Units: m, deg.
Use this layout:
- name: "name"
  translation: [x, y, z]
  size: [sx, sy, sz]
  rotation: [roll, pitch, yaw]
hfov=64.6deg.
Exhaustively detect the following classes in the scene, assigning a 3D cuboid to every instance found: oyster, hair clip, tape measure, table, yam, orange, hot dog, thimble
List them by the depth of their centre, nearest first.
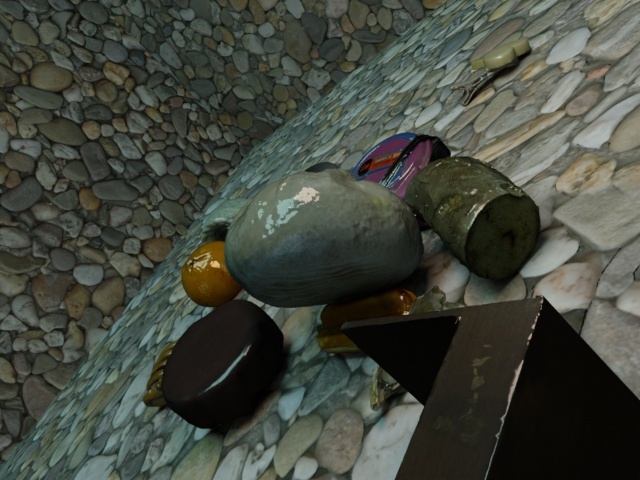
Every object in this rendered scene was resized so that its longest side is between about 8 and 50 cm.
- name: "table"
  translation: [0.113, 0.221, 0.485]
  size: [0.282, 0.196, 0.250]
  rotation: [-22, 32, 53]
- name: "oyster"
  translation: [0.133, 0.152, 0.747]
  size: [0.200, 0.106, 0.061]
  rotation: [-32, -13, -2]
- name: "yam"
  translation: [0.244, -0.052, 0.818]
  size: [0.154, 0.154, 0.254]
  rotation: [-43, 22, 8]
- name: "hot dog"
  translation: [0.080, 0.144, 0.876]
  size: [0.250, 0.076, 0.104]
  rotation: [-27, 46, 50]
- name: "tape measure"
  translation: [0.168, -0.111, 1.098]
  size: [0.232, 0.149, 0.245]
  rotation: [-16, 43, 50]
- name: "hair clip"
  translation: [0.443, -0.453, 1.331]
  size: [0.219, 0.071, 0.159]
  rotation: [-34, 20, 19]
- name: "orange"
  translation: [-0.343, 0.106, 1.631]
  size: [0.220, 0.193, 0.219]
  rotation: [-22, 31, 14]
- name: "thimble"
  translation: [-0.300, -0.035, 1.781]
  size: [0.250, 0.205, 0.171]
  rotation: [-36, 20, 39]

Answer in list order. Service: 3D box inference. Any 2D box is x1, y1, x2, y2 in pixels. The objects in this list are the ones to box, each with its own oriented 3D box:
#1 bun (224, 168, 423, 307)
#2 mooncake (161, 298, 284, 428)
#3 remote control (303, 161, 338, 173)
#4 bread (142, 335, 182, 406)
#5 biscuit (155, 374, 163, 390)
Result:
- name: "bun"
  translation: [0.000, 0.000, 0.911]
  size: [0.362, 0.362, 0.211]
  rotation: [-29, 61, 38]
- name: "mooncake"
  translation: [-0.202, 0.268, 1.091]
  size: [0.283, 0.141, 0.283]
  rotation: [-30, 30, 19]
- name: "remote control"
  translation: [-0.068, -0.128, 1.647]
  size: [0.332, 0.103, 0.221]
  rotation: [-45, 29, -3]
- name: "bread"
  translation: [-0.425, 0.366, 1.428]
  size: [0.134, 0.081, 0.225]
  rotation: [-39, 24, 20]
- name: "biscuit"
  translation: [-0.308, 0.321, 1.292]
  size: [0.237, 0.026, 0.131]
  rotation: [-16, 30, 28]
